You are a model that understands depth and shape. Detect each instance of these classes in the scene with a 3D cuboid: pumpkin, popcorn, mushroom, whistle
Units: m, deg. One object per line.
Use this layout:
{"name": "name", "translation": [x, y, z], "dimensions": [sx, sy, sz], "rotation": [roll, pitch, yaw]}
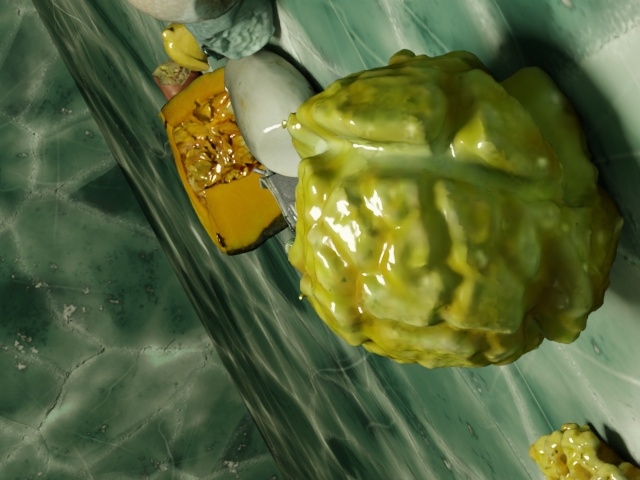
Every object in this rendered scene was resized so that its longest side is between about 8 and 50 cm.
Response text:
{"name": "pumpkin", "translation": [-0.130, -0.101, 2.107], "dimensions": [0.190, 0.139, 0.280], "rotation": [58, 172, 24]}
{"name": "popcorn", "translation": [0.092, -0.025, 1.150], "dimensions": [0.282, 0.247, 0.282], "rotation": [167, 90, -73]}
{"name": "mushroom", "translation": [-0.067, -0.183, 1.776], "dimensions": [0.270, 0.103, 0.118], "rotation": [-119, 13, -54]}
{"name": "whistle", "translation": [-0.138, -0.307, 1.589], "dimensions": [0.189, 0.189, 0.348], "rotation": [54, 179, 22]}

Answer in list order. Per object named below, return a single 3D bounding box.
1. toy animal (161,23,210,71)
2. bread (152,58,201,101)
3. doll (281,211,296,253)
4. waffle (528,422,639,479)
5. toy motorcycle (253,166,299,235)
{"name": "toy animal", "translation": [-0.197, -0.300, 2.070], "dimensions": [0.083, 0.070, 0.159], "rotation": [21, -166, -17]}
{"name": "bread", "translation": [-0.206, -0.223, 2.284], "dimensions": [0.192, 0.067, 0.119], "rotation": [58, 176, 8]}
{"name": "doll", "translation": [0.000, 0.000, 1.986], "dimensions": [0.115, 0.077, 0.150], "rotation": [-8, -116, -54]}
{"name": "waffle", "translation": [0.329, 0.332, 1.475], "dimensions": [0.325, 0.068, 0.302], "rotation": [54, 167, 32]}
{"name": "toy motorcycle", "translation": [-0.014, -0.049, 1.887], "dimensions": [0.263, 0.091, 0.157], "rotation": [57, 171, 13]}
